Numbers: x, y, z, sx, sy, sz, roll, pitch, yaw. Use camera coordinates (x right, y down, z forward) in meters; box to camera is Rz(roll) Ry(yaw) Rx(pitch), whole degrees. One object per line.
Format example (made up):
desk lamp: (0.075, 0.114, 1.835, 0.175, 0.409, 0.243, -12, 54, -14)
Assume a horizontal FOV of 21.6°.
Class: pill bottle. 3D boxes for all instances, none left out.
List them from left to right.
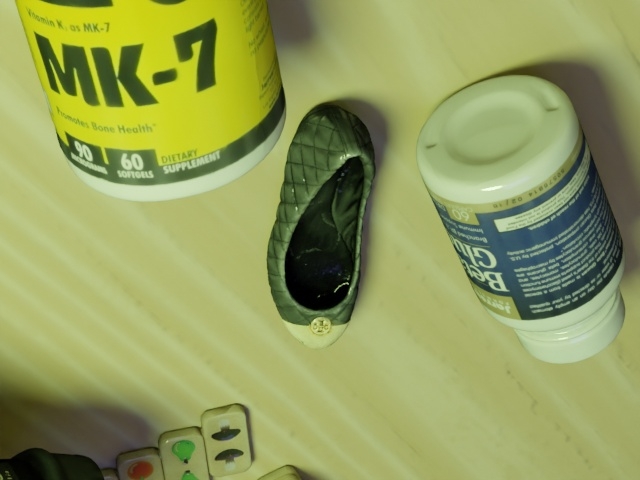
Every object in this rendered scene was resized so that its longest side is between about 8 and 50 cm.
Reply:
pill bottle: (-0.089, -0.132, 0.800, 0.119, 0.119, 0.208, -15, 131, -4)
pill bottle: (0.125, -0.006, 0.983, 0.094, 0.094, 0.169, -25, 131, 4)

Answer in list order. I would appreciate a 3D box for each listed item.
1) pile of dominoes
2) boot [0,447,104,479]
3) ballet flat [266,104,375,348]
pile of dominoes: (-0.119, 0.228, 1.136, 0.251, 0.040, 0.196, -27, 131, 5)
boot: (-0.311, 0.215, 0.973, 0.260, 0.131, 0.348, 13, 128, -38)
ballet flat: (0.000, 0.000, 0.979, 0.057, 0.049, 0.173, -6, 129, -11)
